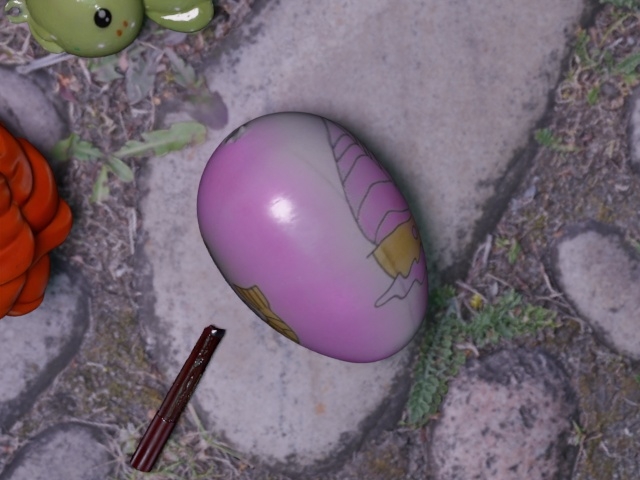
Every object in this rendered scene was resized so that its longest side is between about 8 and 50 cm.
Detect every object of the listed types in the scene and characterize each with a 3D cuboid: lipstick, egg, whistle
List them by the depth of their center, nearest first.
[{"bbox_3d":[-0.154,-0.258,1.413,0.294,0.141,0.141,-20,106,1],"label":"whistle"},{"bbox_3d":[0.000,0.000,1.464,0.271,0.196,0.196,44,99,-7],"label":"egg"},{"bbox_3d":[-0.151,0.165,1.591,0.027,0.027,0.176,27,101,-11],"label":"lipstick"}]

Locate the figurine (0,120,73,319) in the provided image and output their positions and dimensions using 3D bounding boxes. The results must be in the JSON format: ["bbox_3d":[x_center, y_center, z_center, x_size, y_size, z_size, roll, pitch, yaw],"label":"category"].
[{"bbox_3d":[-0.443,0.038,1.448,0.306,0.241,0.412,37,111,-4],"label":"figurine"}]
